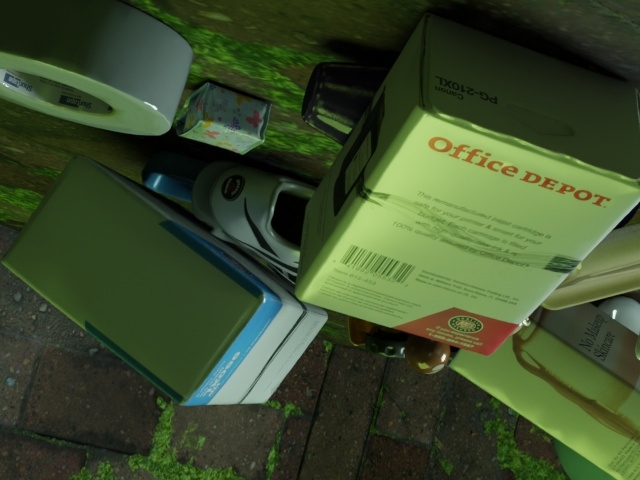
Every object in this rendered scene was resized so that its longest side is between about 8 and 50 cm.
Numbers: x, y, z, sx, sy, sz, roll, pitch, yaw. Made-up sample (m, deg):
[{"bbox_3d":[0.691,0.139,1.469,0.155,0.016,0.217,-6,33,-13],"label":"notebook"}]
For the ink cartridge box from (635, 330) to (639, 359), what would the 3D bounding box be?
[{"bbox_3d":[0.528,0.118,1.468,0.278,0.117,0.201,7,169,42],"label":"ink cartridge box"}]

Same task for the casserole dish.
[{"bbox_3d":[-0.176,-0.081,1.724,0.114,0.037,0.188,16,173,-5],"label":"casserole dish"}]

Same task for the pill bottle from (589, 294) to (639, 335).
[{"bbox_3d":[0.353,0.139,1.896,0.130,0.130,0.246,20,171,-28],"label":"pill bottle"}]

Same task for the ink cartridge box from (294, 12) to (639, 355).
[{"bbox_3d":[0.103,-0.032,0.958,0.172,0.100,0.237,17,141,-13],"label":"ink cartridge box"}]

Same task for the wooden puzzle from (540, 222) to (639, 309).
[{"bbox_3d":[0.299,0.000,1.107,0.221,0.044,0.238,-15,169,-1],"label":"wooden puzzle"}]

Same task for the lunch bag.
[{"bbox_3d":[-0.097,-0.117,1.276,0.071,0.053,0.083,16,163,-21],"label":"lunch bag"}]

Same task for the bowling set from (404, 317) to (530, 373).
[{"bbox_3d":[0.165,0.068,1.574,0.154,0.200,0.287,21,174,-41],"label":"bowling set"}]

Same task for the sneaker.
[{"bbox_3d":[0.000,0.000,1.639,0.146,0.122,0.330,10,171,44],"label":"sneaker"}]

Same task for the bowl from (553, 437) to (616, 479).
[{"bbox_3d":[0.528,0.270,2.047,0.312,0.311,0.163,14,152,10],"label":"bowl"}]

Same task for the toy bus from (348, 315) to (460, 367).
[{"bbox_3d":[0.181,0.107,2.025,0.220,0.149,0.211,9,-177,25],"label":"toy bus"}]

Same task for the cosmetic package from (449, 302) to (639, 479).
[{"bbox_3d":[0.334,0.171,1.684,0.296,0.129,0.153,33,-151,6],"label":"cosmetic package"}]

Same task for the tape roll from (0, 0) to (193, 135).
[{"bbox_3d":[-0.225,-0.161,1.145,0.219,0.072,0.219,15,173,2],"label":"tape roll"}]

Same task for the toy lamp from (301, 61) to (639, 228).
[{"bbox_3d":[0.120,-0.079,1.040,0.275,0.080,0.080,17,172,-12],"label":"toy lamp"}]

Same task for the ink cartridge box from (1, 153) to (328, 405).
[{"bbox_3d":[-0.176,0.064,1.654,0.285,0.166,0.395,36,-179,13],"label":"ink cartridge box"}]
